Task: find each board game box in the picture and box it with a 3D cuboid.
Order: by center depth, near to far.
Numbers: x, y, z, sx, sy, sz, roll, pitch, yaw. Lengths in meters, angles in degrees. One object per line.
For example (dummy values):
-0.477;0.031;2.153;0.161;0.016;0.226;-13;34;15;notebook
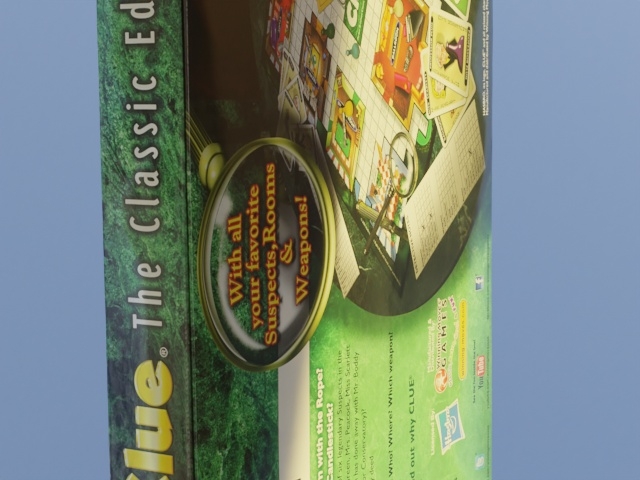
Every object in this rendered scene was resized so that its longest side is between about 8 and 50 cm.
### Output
0.000;0.000;0.410;0.136;0.030;0.260;-9;-80;-57;board game box
